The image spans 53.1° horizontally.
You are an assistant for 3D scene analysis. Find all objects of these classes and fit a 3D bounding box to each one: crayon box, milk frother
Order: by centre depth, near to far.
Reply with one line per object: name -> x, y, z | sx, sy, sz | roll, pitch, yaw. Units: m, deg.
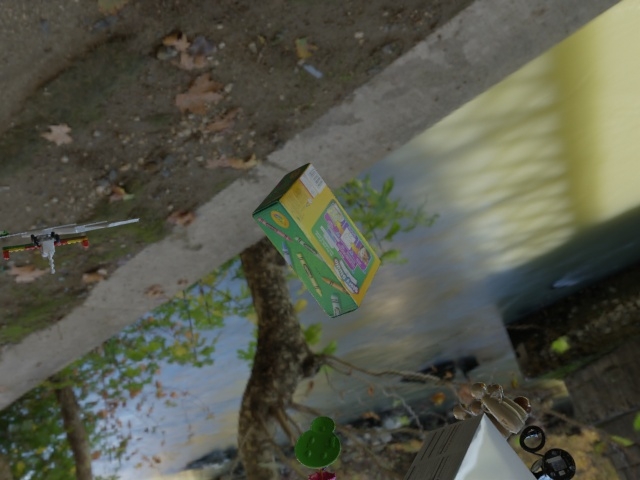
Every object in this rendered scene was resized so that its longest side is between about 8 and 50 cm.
crayon box -> 0.000, 0.000, 1.317 | 0.081, 0.165, 0.278 | -24, 110, 35
milk frother -> 0.586, 0.575, 1.691 | 0.129, 0.143, 0.135 | 0, 150, 2

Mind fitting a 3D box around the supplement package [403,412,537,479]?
supplement package -> 0.294, 0.493, 1.167 | 0.145, 0.262, 0.204 | -35, -176, 41

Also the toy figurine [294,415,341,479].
toy figurine -> 0.002, 0.623, 1.836 | 0.130, 0.173, 0.159 | 2, 127, 11

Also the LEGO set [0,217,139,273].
LEGO set -> -0.414, 0.008, 0.957 | 0.182, 0.060, 0.244 | -4, -173, 21

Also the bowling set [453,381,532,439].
bowling set -> 0.456, 0.460, 1.717 | 0.199, 0.154, 0.287 | -28, 153, -43
